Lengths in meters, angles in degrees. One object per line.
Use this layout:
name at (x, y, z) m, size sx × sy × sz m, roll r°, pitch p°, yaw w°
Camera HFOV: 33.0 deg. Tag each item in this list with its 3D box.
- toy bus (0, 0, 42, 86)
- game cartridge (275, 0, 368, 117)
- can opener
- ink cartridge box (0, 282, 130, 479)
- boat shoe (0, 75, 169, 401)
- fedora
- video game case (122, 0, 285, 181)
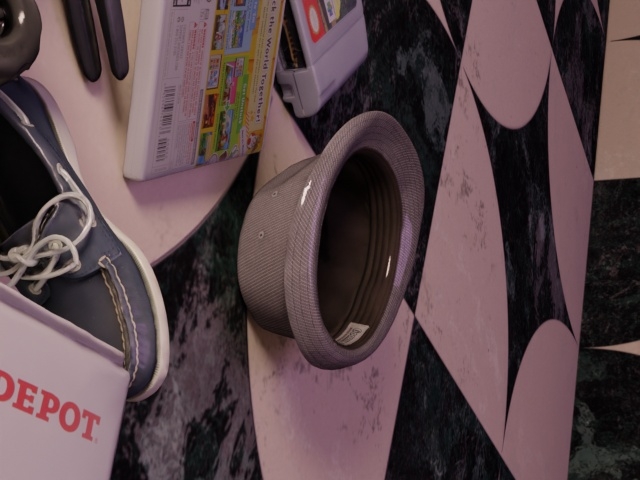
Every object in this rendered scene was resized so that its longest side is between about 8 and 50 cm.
toy bus at (-0.266, -0.180, 0.613) m, size 0.211 × 0.150 × 0.220 m, roll 44°, pitch 44°, yaw -34°
game cartridge at (-0.019, -0.311, 1.232) m, size 0.196 × 0.060 × 0.294 m, roll -59°, pitch 139°, yaw -56°
can opener at (-0.185, -0.216, 0.857) m, size 0.073 × 0.059 × 0.186 m, roll -45°, pitch 127°, yaw -58°
ink cartridge box at (-0.261, 0.202, 0.528) m, size 0.279 × 0.161 × 0.384 m, roll 46°, pitch 47°, yaw -56°
boat shoe at (-0.182, -0.007, 0.717) m, size 0.254 × 0.095 × 0.079 m, roll 66°, pitch 21°, yaw 11°
fedora at (0.000, 0.000, 1.146) m, size 0.244 × 0.124 × 0.275 m, roll 42°, pitch 59°, yaw -54°
video game case at (-0.098, -0.178, 0.983) m, size 0.206 × 0.026 × 0.226 m, roll -23°, pitch 127°, yaw -59°
